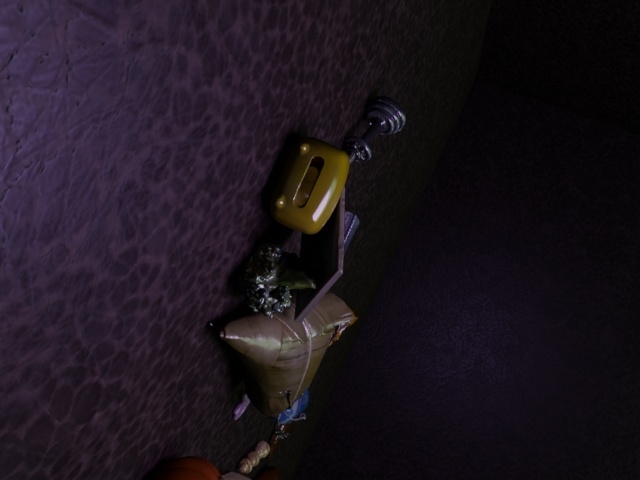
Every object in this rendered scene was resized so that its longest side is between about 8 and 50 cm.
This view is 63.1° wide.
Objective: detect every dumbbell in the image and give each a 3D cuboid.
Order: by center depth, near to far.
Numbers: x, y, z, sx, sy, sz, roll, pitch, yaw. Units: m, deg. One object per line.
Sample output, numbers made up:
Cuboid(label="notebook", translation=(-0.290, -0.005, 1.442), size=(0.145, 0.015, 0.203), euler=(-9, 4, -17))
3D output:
Cuboid(label="dumbbell", translation=(0.124, -0.269, 1.329), size=(0.254, 0.110, 0.110), euler=(-51, 161, -26))

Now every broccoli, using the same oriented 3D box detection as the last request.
Cuboid(label="broccoli", translation=(-0.078, 0.076, 1.030), size=(0.167, 0.160, 0.154), euler=(33, 53, -58))

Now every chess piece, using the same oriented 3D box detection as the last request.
Cuboid(label="chess piece", translation=(-0.233, 0.748, 1.787), size=(0.060, 0.060, 0.172), euler=(-68, 163, 9))

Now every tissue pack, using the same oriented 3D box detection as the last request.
Cuboid(label="tissue pack", translation=(-0.021, -0.105, 0.996), size=(0.127, 0.123, 0.178), euler=(24, 90, -85))
Cuboid(label="tissue pack", translation=(0.073, -0.011, 1.656), size=(0.156, 0.051, 0.112), euler=(-65, 169, -3))

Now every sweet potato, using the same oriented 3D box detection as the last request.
Cuboid(label="sweet potato", translation=(-0.226, 1.009, 2.136), size=(0.112, 0.112, 0.359), euler=(-68, 163, 10))

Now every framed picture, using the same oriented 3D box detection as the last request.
Cuboid(label="framed picture", translation=(0.000, 0.000, 1.094), size=(0.213, 0.016, 0.289), euler=(126, -25, -47))

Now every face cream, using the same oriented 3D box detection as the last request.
Cuboid(label="face cream", translation=(-0.112, 0.612, 1.935), size=(0.149, 0.083, 0.264), euler=(-66, 166, -4))

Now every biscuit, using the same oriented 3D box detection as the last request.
Cuboid(label="biscuit", translation=(-0.169, 0.793, 2.132), size=(0.215, 0.034, 0.182), euler=(-62, 165, -4))

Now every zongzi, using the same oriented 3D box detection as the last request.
Cuboid(label="zongzi", translation=(-0.148, 0.317, 1.201), size=(0.418, 0.181, 0.447), euler=(-9, 127, -55))

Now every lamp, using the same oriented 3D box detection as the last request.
Cuboid(label="lamp", translation=(-0.264, 0.545, 1.033), size=(0.223, 0.197, 0.223), euler=(-12, 90, -89))

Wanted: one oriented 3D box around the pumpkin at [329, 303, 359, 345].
Cuboid(label="pumpkin", translation=(0.015, 0.316, 1.873), size=(0.248, 0.126, 0.131), euler=(-46, 172, -3))

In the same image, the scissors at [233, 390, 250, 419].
Cuboid(label="scissors", translation=(-0.193, 0.446, 1.494), size=(0.110, 0.021, 0.212), euler=(-64, 165, 1))

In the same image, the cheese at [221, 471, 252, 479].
Cuboid(label="cheese", translation=(-0.302, 0.810, 1.496), size=(0.242, 0.124, 0.265), euler=(-59, 165, -11))
